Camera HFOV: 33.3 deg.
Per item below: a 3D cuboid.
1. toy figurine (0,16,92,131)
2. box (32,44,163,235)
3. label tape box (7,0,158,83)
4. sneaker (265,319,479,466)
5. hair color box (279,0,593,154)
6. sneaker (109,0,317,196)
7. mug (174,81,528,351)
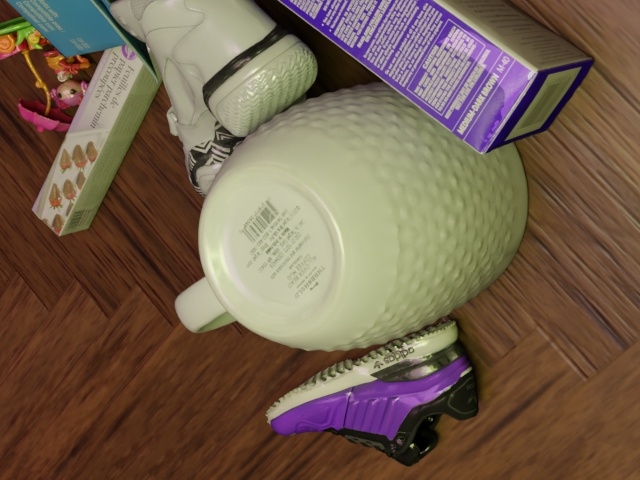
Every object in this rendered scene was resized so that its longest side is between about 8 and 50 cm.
[{"bbox_3d":[-0.365,-0.230,1.465,0.173,0.130,0.159,-14,109,8],"label":"toy figurine"},{"bbox_3d":[-0.295,-0.148,1.451,0.063,0.067,0.324,41,120,16],"label":"box"},{"bbox_3d":[-0.344,-0.343,1.266,0.115,0.249,0.347,-31,65,4],"label":"label tape box"},{"bbox_3d":[0.065,0.214,1.303,0.293,0.102,0.146,-27,88,32],"label":"sneaker"},{"bbox_3d":[0.099,-0.238,1.124,0.339,0.185,0.110,41,119,17],"label":"hair color box"},{"bbox_3d":[-0.129,-0.193,1.223,0.210,0.137,0.366,53,160,5],"label":"sneaker"},{"bbox_3d":[0.000,0.000,1.155,0.374,0.328,0.276,-32,84,32],"label":"mug"}]
